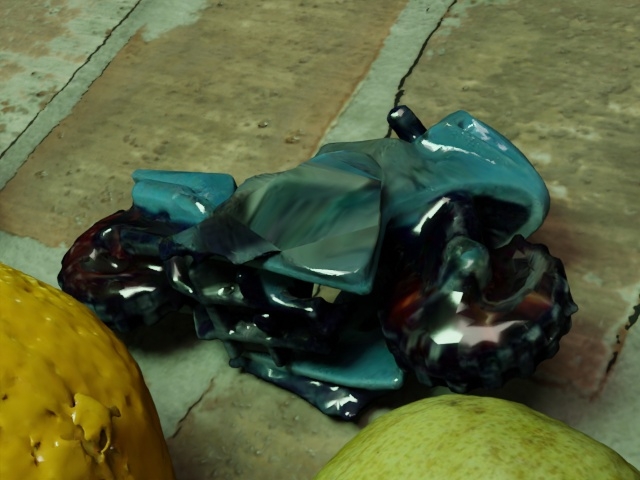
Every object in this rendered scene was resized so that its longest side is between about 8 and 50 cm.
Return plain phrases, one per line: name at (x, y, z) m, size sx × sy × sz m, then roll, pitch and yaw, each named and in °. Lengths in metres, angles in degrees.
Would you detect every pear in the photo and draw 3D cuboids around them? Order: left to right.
pear at (0.088, 0.194, 0.485) m, size 0.211 × 0.228 × 0.188 m, roll -27°, pitch 7°, yaw -31°

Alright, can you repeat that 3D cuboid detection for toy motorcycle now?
toy motorcycle at (0.000, 0.000, 0.722) m, size 0.416 × 0.172 × 0.232 m, roll 3°, pitch 45°, yaw 30°

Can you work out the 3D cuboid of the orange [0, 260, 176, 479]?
orange at (-0.258, 0.156, 0.541) m, size 0.340 × 0.340 × 0.293 m, roll -33°, pitch 26°, yaw -12°
